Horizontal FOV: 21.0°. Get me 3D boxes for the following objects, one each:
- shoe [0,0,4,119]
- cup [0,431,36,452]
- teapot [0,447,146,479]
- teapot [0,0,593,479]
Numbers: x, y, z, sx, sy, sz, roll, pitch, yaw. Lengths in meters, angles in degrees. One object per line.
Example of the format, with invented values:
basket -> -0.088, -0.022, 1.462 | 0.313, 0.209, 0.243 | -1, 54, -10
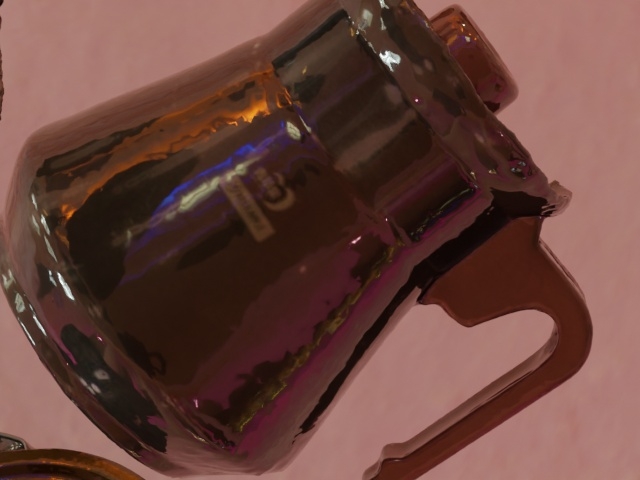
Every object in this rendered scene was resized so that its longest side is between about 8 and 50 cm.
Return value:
shoe -> -0.263, -0.152, 0.942 | 0.171, 0.336, 0.132 | 22, 137, -27
cup -> -0.199, 0.204, 1.230 | 0.128, 0.129, 0.095 | 2, 61, 48
teapot -> -0.125, 0.221, 0.847 | 0.267, 0.185, 0.175 | -8, 131, 1
teapot -> 0.000, 0.000, 1.240 | 0.361, 0.305, 0.376 | -37, 99, 12
